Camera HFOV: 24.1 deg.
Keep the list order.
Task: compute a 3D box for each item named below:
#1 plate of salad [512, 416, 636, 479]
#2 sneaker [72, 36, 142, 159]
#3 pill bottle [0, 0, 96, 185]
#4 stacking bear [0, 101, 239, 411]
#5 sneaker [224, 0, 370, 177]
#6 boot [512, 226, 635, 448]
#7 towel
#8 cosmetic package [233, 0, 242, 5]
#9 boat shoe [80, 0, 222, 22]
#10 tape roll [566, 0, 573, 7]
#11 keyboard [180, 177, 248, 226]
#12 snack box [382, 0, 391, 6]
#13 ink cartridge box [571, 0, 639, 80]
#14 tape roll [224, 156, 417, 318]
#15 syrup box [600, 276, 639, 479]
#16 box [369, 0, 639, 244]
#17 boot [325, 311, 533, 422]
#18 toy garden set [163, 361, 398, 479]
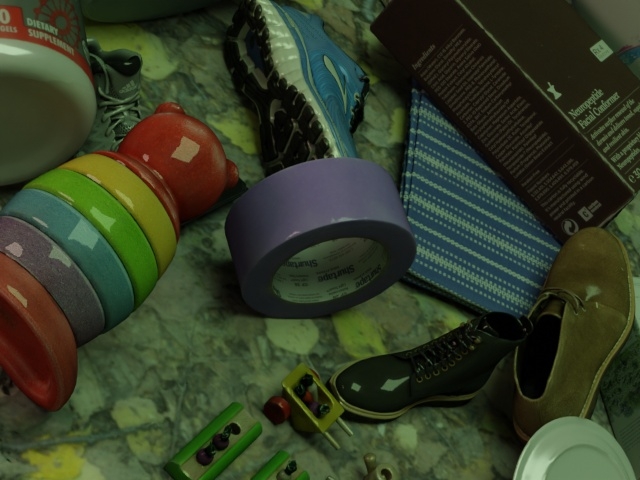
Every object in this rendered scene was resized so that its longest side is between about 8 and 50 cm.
[{"bbox_3d":[0.268,0.288,1.597,0.199,0.048,0.200,10,74,-36],"label":"plate of salad"},{"bbox_3d":[-0.203,-0.116,1.531,0.086,0.132,0.229,-16,59,-39],"label":"sneaker"},{"bbox_3d":[-0.350,-0.253,1.514,0.210,0.210,0.363,6,53,-30],"label":"pill bottle"},{"bbox_3d":[-0.201,-0.011,1.400,0.175,0.164,0.289,43,60,3],"label":"stacking bear"},{"bbox_3d":[0.007,-0.150,1.730,0.147,0.130,0.330,0,56,-31],"label":"sneaker"},{"bbox_3d":[0.283,0.085,1.688,0.112,0.115,0.305,3,50,25],"label":"boot"},{"bbox_3d":[0.198,-0.042,1.845,0.243,0.040,0.336,25,47,-18],"label":"towel"},{"bbox_3d":[-0.111,-0.336,1.861,0.115,0.041,0.060,32,45,-9],"label":"cosmetic package"},{"bbox_3d":[-0.139,-0.369,1.755,0.367,0.136,0.156,-21,83,-27],"label":"boat shoe"},{"bbox_3d":[0.274,-0.360,2.105,0.274,0.090,0.275,19,47,-22],"label":"tape roll"},{"bbox_3d":[-0.170,-0.057,1.610,0.108,0.023,0.180,45,43,15],"label":"keyboard"},{"bbox_3d":[0.136,-0.286,2.000,0.064,0.022,0.178,-14,64,-42],"label":"snack box"},{"bbox_3d":[0.449,-0.301,2.033,0.226,0.131,0.306,-44,127,-46],"label":"ink cartridge box"},{"bbox_3d":[0.000,0.000,1.561,0.189,0.189,0.080,2,55,-32],"label":"tape roll"},{"bbox_3d":[0.393,0.166,1.759,0.096,0.093,0.237,7,52,-30],"label":"syrup box"},{"bbox_3d":[0.266,-0.198,1.884,0.381,0.143,0.191,47,44,4],"label":"box"},{"bbox_3d":[0.114,0.122,1.577,0.198,0.137,0.077,-8,61,-37],"label":"boot"},{"bbox_3d":[0.001,0.243,1.467,0.244,0.049,0.204,45,44,5],"label":"toy garden set"}]
